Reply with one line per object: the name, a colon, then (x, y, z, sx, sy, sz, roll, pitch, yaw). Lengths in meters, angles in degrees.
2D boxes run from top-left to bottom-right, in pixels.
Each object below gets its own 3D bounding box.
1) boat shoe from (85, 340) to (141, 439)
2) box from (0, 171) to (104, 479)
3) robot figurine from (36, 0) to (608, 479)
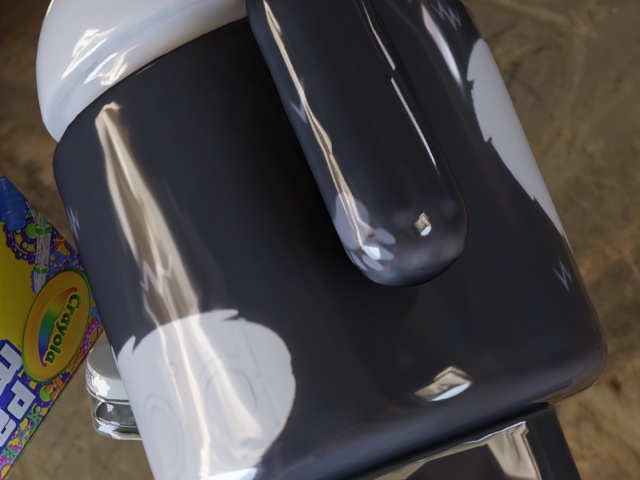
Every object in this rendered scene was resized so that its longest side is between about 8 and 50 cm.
boat shoe: (-0.056, 0.110, 0.931, 0.219, 0.070, 0.078, 1, -152, 0)
box: (-0.312, 0.007, 0.656, 0.290, 0.279, 0.177, -3, -133, 44)
robot figurine: (0.002, -0.001, 0.481, 0.173, 0.278, 0.209, -6, 161, -48)
